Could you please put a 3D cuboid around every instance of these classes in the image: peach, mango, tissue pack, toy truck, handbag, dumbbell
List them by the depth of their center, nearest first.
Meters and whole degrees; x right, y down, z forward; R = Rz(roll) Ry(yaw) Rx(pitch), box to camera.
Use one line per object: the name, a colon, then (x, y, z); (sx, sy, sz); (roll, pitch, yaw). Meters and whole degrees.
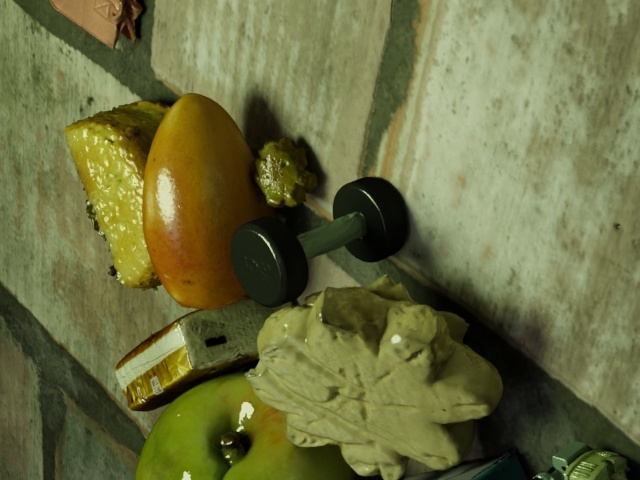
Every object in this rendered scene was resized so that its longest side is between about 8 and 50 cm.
toy truck: (0.295, 0.308, 1.397); (0.116, 0.085, 0.191); (6, 111, 45)
dumbbell: (0.000, 0.000, 1.506); (0.100, 0.191, 0.100); (28, 128, 42)
mango: (-0.142, -0.051, 1.646); (0.138, 0.187, 0.257); (15, 132, 45)
peach: (-0.103, 0.330, 1.724); (0.282, 0.314, 0.315); (26, 156, 13)
handbag: (-0.295, -0.380, 1.782); (0.157, 0.059, 0.212); (40, 136, 32)
tissue pack: (-0.152, 0.146, 1.783); (0.226, 0.183, 0.092); (-38, 69, 53)

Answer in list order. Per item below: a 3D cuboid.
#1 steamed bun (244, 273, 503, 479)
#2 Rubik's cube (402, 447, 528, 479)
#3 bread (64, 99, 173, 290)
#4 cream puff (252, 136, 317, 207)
steamed bun: (0.069, 0.137, 1.508); (0.292, 0.137, 0.295); (-5, 131, 31)
Rubik's cube: (0.131, 0.399, 1.528); (0.221, 0.231, 0.224); (-26, 89, 54)
bread: (-0.214, -0.072, 1.771); (0.147, 0.160, 0.260); (-21, 86, 48)
cream puff: (-0.044, -0.081, 1.625); (0.083, 0.058, 0.083); (28, 93, 9)
